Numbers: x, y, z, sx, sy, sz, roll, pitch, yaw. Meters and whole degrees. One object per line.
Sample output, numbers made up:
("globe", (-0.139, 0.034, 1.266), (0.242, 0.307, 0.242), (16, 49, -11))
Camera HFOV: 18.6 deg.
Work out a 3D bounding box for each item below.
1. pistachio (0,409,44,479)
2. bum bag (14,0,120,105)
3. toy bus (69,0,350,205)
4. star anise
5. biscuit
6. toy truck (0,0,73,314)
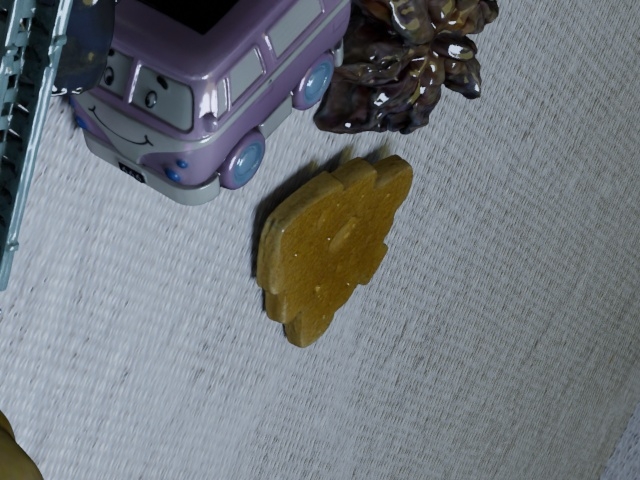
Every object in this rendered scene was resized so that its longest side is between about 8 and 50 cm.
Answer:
("pistachio", (-0.297, 0.216, 1.390), (0.260, 0.162, 0.213), (9, 74, -60))
("bum bag", (-0.160, -0.231, 1.284), (0.137, 0.074, 0.310), (15, 99, -44))
("toy bus", (-0.085, -0.142, 1.452), (0.202, 0.142, 0.142), (-49, 156, -27))
("star anise", (0.091, -0.191, 1.763), (0.236, 0.109, 0.223), (-10, 120, -56))
("biscuit", (0.000, 0.000, 1.851), (0.212, 0.041, 0.238), (-58, 154, 5))
("toy truck", (-0.244, -0.089, 1.161), (0.133, 0.184, 0.338), (-19, 131, -53))
